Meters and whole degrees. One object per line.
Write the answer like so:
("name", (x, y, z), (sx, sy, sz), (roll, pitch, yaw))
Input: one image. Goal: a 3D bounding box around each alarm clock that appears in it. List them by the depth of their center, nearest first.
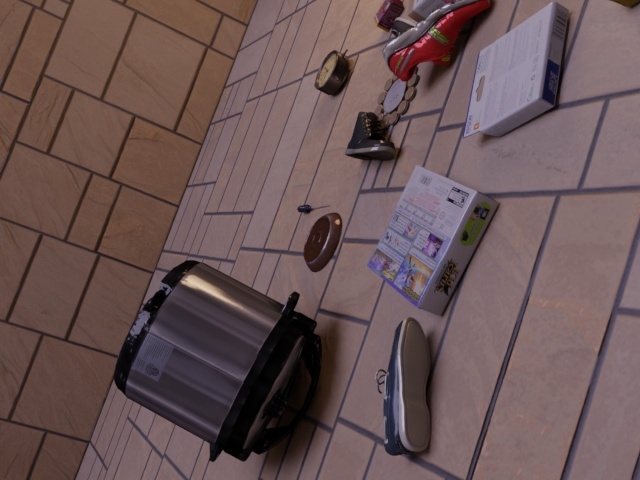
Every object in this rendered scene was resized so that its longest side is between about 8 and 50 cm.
("alarm clock", (0.030, -0.505, 2.456), (0.192, 0.064, 0.129), (-9, 62, 61))

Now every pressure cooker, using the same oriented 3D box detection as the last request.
("pressure cooker", (-0.216, 0.289, 1.864), (0.375, 0.421, 0.369), (-58, -8, -39))

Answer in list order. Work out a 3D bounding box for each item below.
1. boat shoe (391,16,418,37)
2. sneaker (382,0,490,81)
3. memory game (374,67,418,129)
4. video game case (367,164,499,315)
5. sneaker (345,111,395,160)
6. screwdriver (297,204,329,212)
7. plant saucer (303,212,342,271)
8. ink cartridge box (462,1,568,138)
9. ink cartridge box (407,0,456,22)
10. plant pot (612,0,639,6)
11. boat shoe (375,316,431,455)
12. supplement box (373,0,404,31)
("boat shoe", (0.229, -0.504, 2.002), (0.068, 0.081, 0.228), (-60, 26, 7))
("sneaker", (0.280, -0.464, 1.850), (0.279, 0.118, 0.107), (-30, 4, 27))
("memory game", (0.192, -0.367, 2.047), (0.186, 0.012, 0.186), (-47, 30, 39))
("video game case", (0.215, -0.008, 1.609), (0.244, 0.061, 0.269), (-63, 23, 7))
("sneaker", (0.126, -0.264, 1.987), (0.222, 0.083, 0.118), (-165, 87, -68))
("screwdriver", (-0.020, -0.091, 2.246), (0.025, 0.024, 0.170), (-43, 18, -19))
("plant saucer", (0.000, 0.000, 2.111), (0.168, 0.029, 0.168), (-48, 29, 38))
("ink cartridge box", (0.377, -0.318, 1.559), (0.224, 0.045, 0.223), (-24, 48, 59))
("ink cartridge box", (0.319, -0.654, 1.938), (0.235, 0.088, 0.193), (-32, 40, 52))
("plant pot", (0.511, -0.443, 1.345), (0.081, 0.081, 0.083), (-97, 27, -49))
("boat shoe", (0.152, 0.265, 1.468), (0.079, 0.095, 0.254), (-26, 54, 42))
("supplement box", (0.191, -0.637, 2.252), (0.083, 0.043, 0.055), (-53, 27, 32))
